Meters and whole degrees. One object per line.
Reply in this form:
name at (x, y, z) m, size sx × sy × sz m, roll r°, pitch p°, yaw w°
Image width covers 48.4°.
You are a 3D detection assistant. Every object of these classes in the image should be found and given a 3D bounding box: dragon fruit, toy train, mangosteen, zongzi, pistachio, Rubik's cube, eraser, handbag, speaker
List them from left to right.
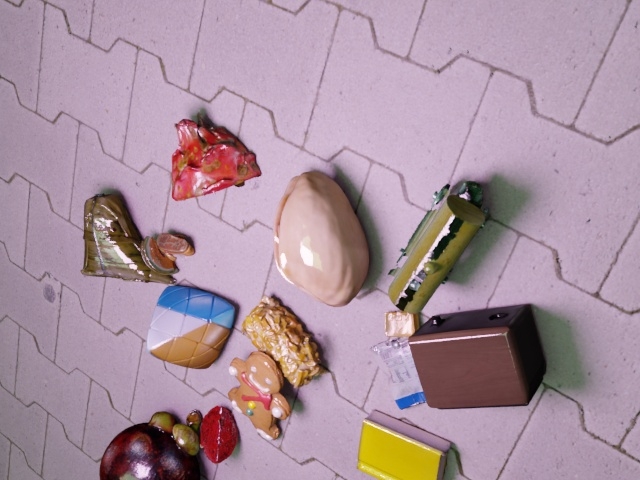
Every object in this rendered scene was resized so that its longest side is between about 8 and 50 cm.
zongzi at (-0.538, -0.004, 2.017) m, size 0.274 × 0.125 × 0.251 m, roll 8°, pitch 109°, yaw 13°
mangosteen at (-0.486, 0.667, 2.141) m, size 0.306 × 0.360 × 0.306 m, roll 31°, pitch 155°, yaw 16°
Rubik's cube at (-0.397, 0.228, 1.938) m, size 0.254 × 0.254 × 0.255 m, roll 11°, pitch 112°, yaw 29°
dragon fruit at (-0.310, -0.207, 1.779) m, size 0.262 × 0.134 × 0.212 m, roll -15°, pitch 95°, yaw 35°
dragon fruit at (-0.296, 0.563, 2.076) m, size 0.106 × 0.083 × 0.162 m, roll -14°, pitch 73°, yaw 44°
pistachio at (0.000, 0.000, 1.628) m, size 0.193 × 0.213 × 0.318 m, roll -173°, pitch 72°, yaw -74°
handbag at (0.187, 0.194, 1.655) m, size 0.083 × 0.027 × 0.061 m, roll -4°, pitch 88°, yaw 36°
eraser at (0.199, 0.528, 1.747) m, size 0.226 × 0.069 × 0.158 m, roll 18°, pitch 117°, yaw 27°
toy train at (0.229, 0.013, 1.472) m, size 0.126 × 0.189 × 0.307 m, roll 38°, pitch 124°, yaw 14°
speaker at (0.335, 0.244, 1.509) m, size 0.230 × 0.153 × 0.193 m, roll -11°, pitch 99°, yaw 35°

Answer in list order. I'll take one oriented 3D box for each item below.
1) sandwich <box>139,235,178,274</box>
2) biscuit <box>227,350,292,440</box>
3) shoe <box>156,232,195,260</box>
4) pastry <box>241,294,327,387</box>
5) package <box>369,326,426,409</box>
sandwich at (-0.453, 0.052, 1.988) m, size 0.135 × 0.067 × 0.029 m, roll 44°, pitch 159°, yaw -14°
biscuit at (-0.171, 0.407, 1.894) m, size 0.216 × 0.047 × 0.340 m, roll 41°, pitch 143°, yaw 13°
shoe at (-0.399, 0.019, 1.954) m, size 0.109 × 0.069 × 0.072 m, roll -6°, pitch 67°, yaw 23°
pastry at (-0.086, 0.261, 1.817) m, size 0.250 × 0.102 × 0.154 m, roll 43°, pitch 117°, yaw 14°
package at (0.216, 0.305, 1.686) m, size 0.171 × 0.027 × 0.173 m, roll -26°, pitch 91°, yaw 33°
